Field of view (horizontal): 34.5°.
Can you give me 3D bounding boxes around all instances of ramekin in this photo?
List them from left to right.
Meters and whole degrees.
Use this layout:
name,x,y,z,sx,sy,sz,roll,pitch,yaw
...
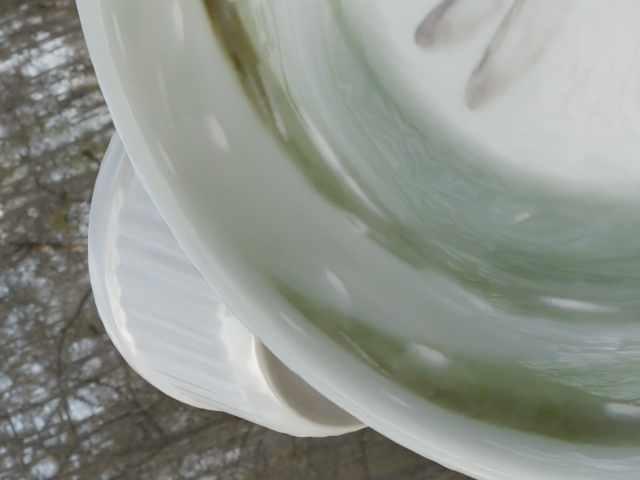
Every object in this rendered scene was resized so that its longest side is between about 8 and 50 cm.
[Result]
name,x,y,z,sx,sy,sz,roll,pitch,yaw
ramekin,0.000,0.000,0.659,0.127,0.273,0.273,22,148,43

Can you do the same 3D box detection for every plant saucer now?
name,x,y,z,sx,sy,sz,roll,pitch,yaw
plant saucer,0.087,-0.104,0.350,0.100,0.400,0.400,-31,-80,-50
